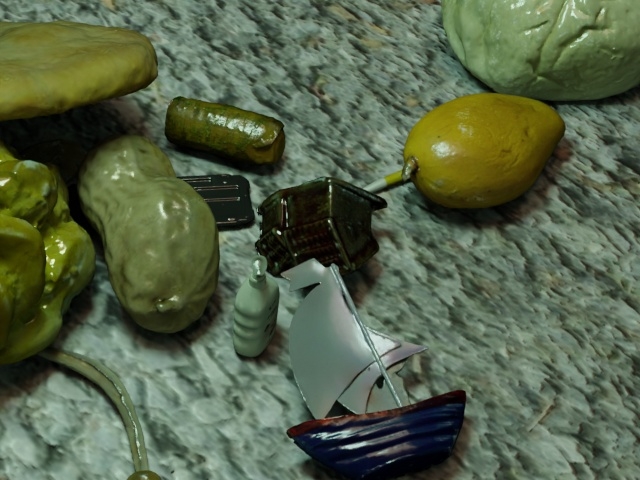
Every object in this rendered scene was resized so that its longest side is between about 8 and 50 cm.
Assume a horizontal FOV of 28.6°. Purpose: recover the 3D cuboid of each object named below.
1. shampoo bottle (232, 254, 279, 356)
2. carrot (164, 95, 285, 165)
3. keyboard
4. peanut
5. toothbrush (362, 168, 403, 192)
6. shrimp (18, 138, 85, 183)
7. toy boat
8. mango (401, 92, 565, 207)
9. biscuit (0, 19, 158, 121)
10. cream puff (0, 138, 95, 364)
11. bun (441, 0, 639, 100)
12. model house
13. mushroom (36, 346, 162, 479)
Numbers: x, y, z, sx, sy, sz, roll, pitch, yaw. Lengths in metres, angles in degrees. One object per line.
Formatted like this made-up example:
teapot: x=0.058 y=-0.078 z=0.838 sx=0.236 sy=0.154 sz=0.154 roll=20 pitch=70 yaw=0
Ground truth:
shampoo bottle: x=-0.079 y=0.073 z=1.558 sx=0.045 sy=0.152 sz=0.077 roll=21 pitch=47 yaw=16
carrot: x=-0.137 y=-0.158 z=1.829 sx=0.173 sy=0.082 sz=0.082 roll=17 pitch=47 yaw=14
keyboard: x=-0.226 y=-0.051 z=1.757 sx=0.262 sy=0.016 sz=0.106 roll=-4 pitch=47 yaw=-9
peanut: x=-0.215 y=-0.023 z=1.625 sx=0.159 sy=0.143 sz=0.291 roll=-37 pitch=56 yaw=15
toothbrush: x=0.110 y=-0.094 z=1.826 sx=0.288 sy=0.024 sz=0.021 roll=-22 pitch=50 yaw=-25
shrimp: x=-0.413 y=-0.096 z=1.766 sx=0.099 sy=0.041 sz=0.180 roll=34 pitch=53 yaw=26
toy boat: x=0.027 y=0.159 z=1.513 sx=0.219 sy=0.072 sz=0.318 roll=-34 pitch=68 yaw=-31
mango: x=0.238 y=-0.135 z=1.811 sx=0.317 sy=0.119 sz=0.176 roll=-27 pitch=62 yaw=-36
biscuit: x=-0.436 y=-0.230 z=1.669 sx=0.446 sy=0.104 sz=0.429 roll=-17 pitch=21 yaw=-31
cream puff: x=-0.436 y=-0.013 z=1.525 sx=0.291 sy=0.257 sz=0.324 roll=15 pitch=51 yaw=12
bun: x=0.377 y=-0.384 z=1.996 sx=0.349 sy=0.227 sz=0.352 roll=-31 pitch=58 yaw=-33
model house: x=-0.006 y=0.002 z=1.686 sx=0.165 sy=0.106 sz=0.152 roll=-18 pitch=52 yaw=27
mushroom: x=-0.266 y=0.195 z=1.505 sx=0.068 sy=0.043 sz=0.306 roll=-7 pitch=42 yaw=-39
